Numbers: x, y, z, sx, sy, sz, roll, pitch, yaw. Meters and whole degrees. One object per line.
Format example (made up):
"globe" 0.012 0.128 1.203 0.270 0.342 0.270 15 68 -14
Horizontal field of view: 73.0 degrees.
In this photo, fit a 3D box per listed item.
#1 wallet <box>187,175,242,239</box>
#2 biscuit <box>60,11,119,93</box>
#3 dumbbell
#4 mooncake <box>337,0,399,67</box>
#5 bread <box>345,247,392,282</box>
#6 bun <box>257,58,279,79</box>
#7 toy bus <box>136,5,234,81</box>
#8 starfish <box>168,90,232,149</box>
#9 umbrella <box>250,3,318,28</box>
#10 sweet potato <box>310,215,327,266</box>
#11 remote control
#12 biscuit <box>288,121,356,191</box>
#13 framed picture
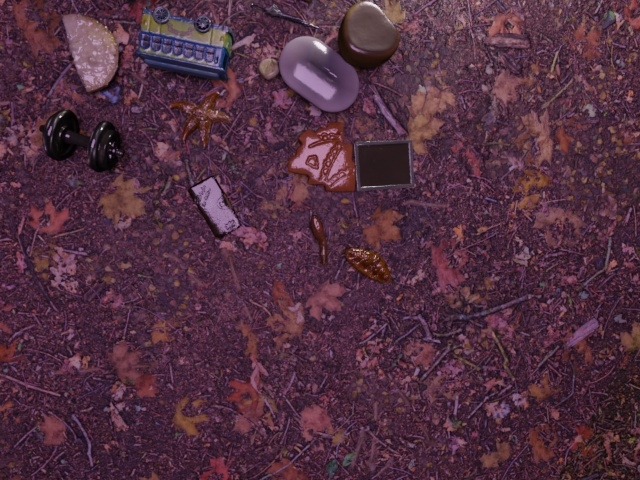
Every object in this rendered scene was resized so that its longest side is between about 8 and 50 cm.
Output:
"wallet" -0.415 -0.130 1.700 0.122 0.031 0.232 -29 98 -1
"biscuit" -0.828 -0.697 1.568 0.179 0.084 0.281 -21 97 -3
"dumbbell" -0.852 -0.355 1.546 0.290 0.192 0.192 16 94 -8
"mooncake" 0.171 -0.767 1.646 0.235 0.117 0.234 1 86 -15
"bread" 0.197 0.091 1.769 0.233 0.076 0.105 32 103 -15
"bun" -0.195 -0.653 1.658 0.086 0.055 0.086 -2 77 8
"toy bus" -0.484 -0.708 1.573 0.312 0.152 0.190 9 94 -7
"starfish" -0.463 -0.473 1.656 0.241 0.043 0.227 18 93 -5
"umbrella" -0.134 -0.868 1.659 0.269 0.044 0.044 11 57 -14
"sweet potato" 0.000 0.000 1.753 0.050 0.050 0.214 -16 101 -5
"remote control" -0.002 -0.635 1.657 0.332 0.103 0.221 34 85 -8
"biscuit" 0.035 -0.313 1.725 0.284 0.043 0.306 -44 99 -1
"framed picture" 0.259 -0.305 1.751 0.252 0.014 0.197 -5 96 -14
